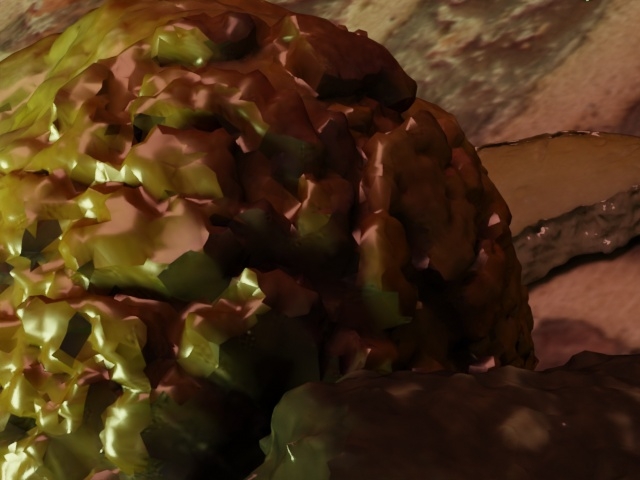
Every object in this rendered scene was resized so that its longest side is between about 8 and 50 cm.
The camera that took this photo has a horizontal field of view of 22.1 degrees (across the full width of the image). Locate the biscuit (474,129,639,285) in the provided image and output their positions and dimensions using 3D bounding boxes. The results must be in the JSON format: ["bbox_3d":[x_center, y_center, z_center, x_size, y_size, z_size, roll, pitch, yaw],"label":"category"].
[{"bbox_3d":[0.074,-0.006,0.961,0.290,0.038,0.141,-26,33,2],"label":"biscuit"}]

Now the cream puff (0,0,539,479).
[{"bbox_3d":[-0.070,0.054,0.712,0.343,0.327,0.231,3,20,-18],"label":"cream puff"}]

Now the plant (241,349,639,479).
[{"bbox_3d":[0.024,0.165,0.532,0.312,0.215,0.213,-14,40,-30],"label":"plant"}]
